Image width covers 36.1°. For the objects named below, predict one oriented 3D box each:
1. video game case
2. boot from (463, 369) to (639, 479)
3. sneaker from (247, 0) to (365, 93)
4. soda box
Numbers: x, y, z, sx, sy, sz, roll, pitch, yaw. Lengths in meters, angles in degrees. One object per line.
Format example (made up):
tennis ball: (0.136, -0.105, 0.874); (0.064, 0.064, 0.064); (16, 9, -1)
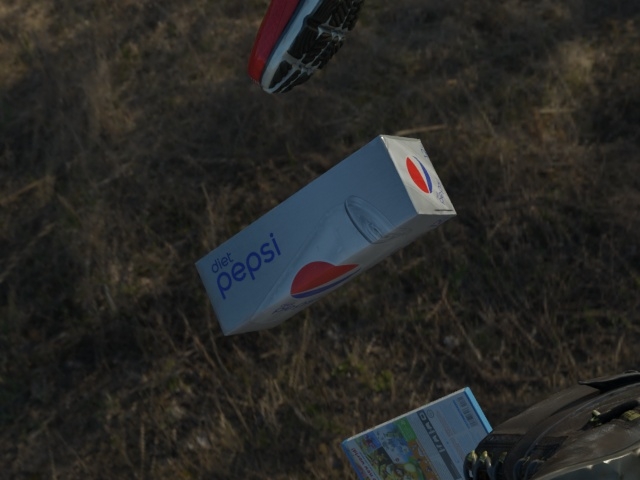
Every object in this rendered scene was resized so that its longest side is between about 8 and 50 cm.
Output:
video game case: (0.119, 0.245, 1.087); (0.166, 0.119, 0.015); (-29, 2, 24)
boot: (0.137, 0.143, 0.556); (0.263, 0.229, 0.091); (-25, 87, -19)
sneaker: (-0.012, -0.264, 0.845); (0.118, 0.107, 0.279); (22, 95, 15)
soda box: (0.000, 0.000, 1.077); (0.286, 0.091, 0.098); (-32, 73, 30)
